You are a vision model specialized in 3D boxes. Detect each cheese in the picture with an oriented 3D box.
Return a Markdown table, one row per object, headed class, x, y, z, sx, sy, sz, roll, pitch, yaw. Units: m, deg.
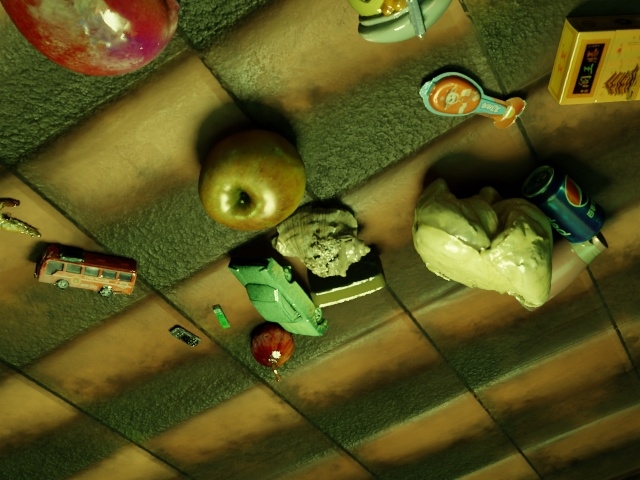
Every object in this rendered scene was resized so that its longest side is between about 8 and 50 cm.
| class | x | y | z | sx | sy | sz | roll | pitch | yaw |
| --- | --- | --- | --- | --- | --- | --- | --- | --- | --- |
| cheese | 0.336 | -0.307 | 1.579 | 0.256 | 0.037 | 0.106 | 12 | 130 | -19 |

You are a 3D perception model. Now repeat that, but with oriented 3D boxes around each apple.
| class | x | y | z | sx | sy | sz | roll | pitch | yaw |
| --- | --- | --- | --- | --- | --- | --- | --- | --- | --- |
| apple | -0.146 | -0.133 | 1.561 | 0.236 | 0.207 | 0.237 | 5 | 123 | 8 |

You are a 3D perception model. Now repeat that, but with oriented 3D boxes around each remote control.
| class | x | y | z | sx | sy | sz | roll | pitch | yaw |
| --- | --- | --- | --- | --- | --- | --- | --- | --- | --- |
| remote control | -0.377 | 0.267 | 1.992 | 0.039 | 0.014 | 0.096 | -34 | 130 | 20 |

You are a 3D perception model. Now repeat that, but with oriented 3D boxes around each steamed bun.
| class | x | y | z | sx | sy | sz | roll | pitch | yaw |
| --- | --- | --- | --- | --- | --- | --- | --- | --- | --- |
| steamed bun | 0.402 | -0.008 | 1.715 | 0.372 | 0.230 | 0.325 | 24 | 169 | 9 |

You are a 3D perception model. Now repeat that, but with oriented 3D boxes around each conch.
| class | x | y | z | sx | sy | sz | roll | pitch | yaw |
| --- | --- | --- | --- | --- | --- | --- | --- | --- | --- |
| conch | 0.000 | 0.000 | 1.758 | 0.245 | 0.163 | 0.178 | 5 | 100 | 8 |

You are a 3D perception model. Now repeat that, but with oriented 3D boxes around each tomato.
| class | x | y | z | sx | sy | sz | roll | pitch | yaw |
| --- | --- | --- | --- | --- | --- | --- | --- | --- | --- |
| tomato | -0.420 | -0.410 | 1.261 | 0.289 | 0.176 | 0.335 | -21 | 133 | 13 |

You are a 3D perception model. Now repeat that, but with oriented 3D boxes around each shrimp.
| class | x | y | z | sx | sy | sz | roll | pitch | yaw |
| --- | --- | --- | --- | --- | --- | --- | --- | --- | --- |
| shrimp | -0.695 | -0.047 | 1.641 | 0.127 | 0.025 | 0.091 | 30 | 120 | -28 |

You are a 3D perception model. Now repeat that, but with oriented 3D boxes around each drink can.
| class | x | y | z | sx | sy | sz | roll | pitch | yaw |
| --- | --- | --- | --- | --- | --- | --- | --- | --- | --- |
| drink can | 0.595 | -0.088 | 1.752 | 0.205 | 0.118 | 0.118 | 36 | 119 | -19 |

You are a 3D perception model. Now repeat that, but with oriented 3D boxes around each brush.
| class | x | y | z | sx | sy | sz | roll | pitch | yaw |
| --- | --- | --- | --- | --- | --- | --- | --- | --- | --- |
| brush | 0.064 | 0.093 | 1.837 | 0.197 | 0.123 | 0.059 | -18 | 129 | 6 |

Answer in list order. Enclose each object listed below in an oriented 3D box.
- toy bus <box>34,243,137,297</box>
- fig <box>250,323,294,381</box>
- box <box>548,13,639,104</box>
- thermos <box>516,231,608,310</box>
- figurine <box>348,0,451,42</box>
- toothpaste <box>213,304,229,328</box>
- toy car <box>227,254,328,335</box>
| class | x | y | z | sx | sy | sz | roll | pitch | yaw |
| --- | --- | --- | --- | --- | --- | --- | --- | --- | --- |
| toy bus | -0.571 | 0.074 | 1.749 | 0.234 | 0.073 | 0.096 | 13 | 119 | -21 |
| fig | -0.140 | 0.310 | 2.002 | 0.128 | 0.150 | 0.128 | 20 | 160 | 8 |
| box | 0.648 | -0.390 | 1.534 | 0.274 | 0.076 | 0.174 | -4 | 131 | -6 |
| thermos | 0.631 | 0.054 | 1.898 | 0.265 | 0.146 | 0.176 | -40 | 168 | 23 |
| figurine | 0.059 | -0.505 | 1.294 | 0.381 | 0.225 | 0.205 | 29 | 148 | -3 |
| toothpaste | -0.272 | 0.209 | 1.955 | 0.020 | 0.017 | 0.083 | -17 | 133 | 2 |
| toy car | -0.110 | 0.151 | 1.850 | 0.141 | 0.097 | 0.321 | 1 | 143 | 36 |
